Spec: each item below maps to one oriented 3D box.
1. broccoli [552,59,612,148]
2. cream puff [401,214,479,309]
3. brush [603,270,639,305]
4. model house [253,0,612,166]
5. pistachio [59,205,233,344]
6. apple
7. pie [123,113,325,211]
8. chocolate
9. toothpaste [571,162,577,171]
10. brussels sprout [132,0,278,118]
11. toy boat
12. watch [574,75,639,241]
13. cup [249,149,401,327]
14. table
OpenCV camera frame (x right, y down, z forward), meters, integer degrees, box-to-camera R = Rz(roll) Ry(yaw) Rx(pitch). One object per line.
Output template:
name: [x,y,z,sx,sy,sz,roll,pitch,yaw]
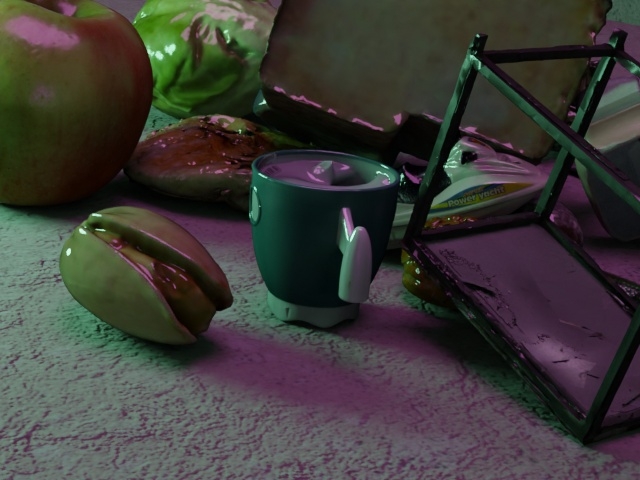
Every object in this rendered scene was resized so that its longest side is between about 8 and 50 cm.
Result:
broccoli: [0.454,-0.208,2.251,0.198,0.177,0.275,3,22,-21]
cream puff: [0.161,0.021,1.609,0.126,0.103,0.144,-1,14,-14]
brush: [0.409,0.078,1.624,0.190,0.034,0.027,22,34,38]
model house: [0.164,-0.291,2.027,0.445,0.395,0.400,20,-10,2]
pistachio: [-0.190,0.038,1.430,0.215,0.144,0.144,30,30,32]
apple: [-0.387,-0.195,1.830,0.319,0.277,0.319,15,21,-6]
pie: [-0.121,-0.111,1.946,0.339,0.077,0.339,5,19,-2]
chocolate: [0.273,-0.028,1.786,0.110,0.110,0.248,3,20,-9]
toothpaste: [0.514,-0.103,2.143,0.099,0.068,0.282,29,-8,-37]
brussels sprout: [-0.183,-0.334,2.299,0.316,0.242,0.274,-11,27,-9]
toy boat: [0.151,-0.066,1.720,0.269,0.141,0.141,-25,7,24]
watch: [0.443,-0.130,1.914,0.162,0.253,0.241,-21,34,12]
cup: [0.000,0.000,1.519,0.167,0.173,0.299,-1,20,-16]
table: [0.289,-0.020,1.380,0.222,0.272,0.335,-7,40,-34]
